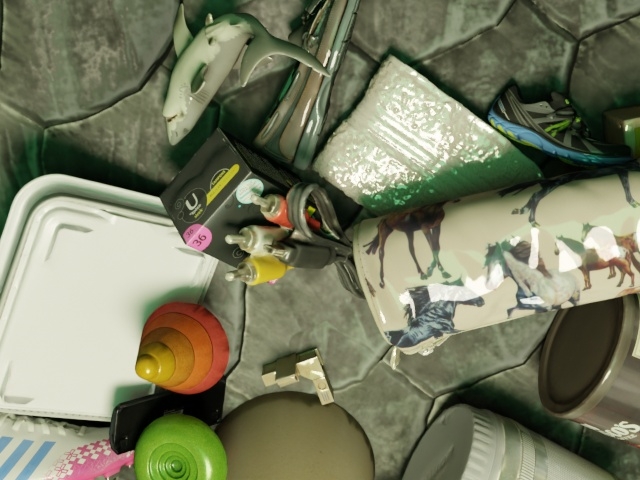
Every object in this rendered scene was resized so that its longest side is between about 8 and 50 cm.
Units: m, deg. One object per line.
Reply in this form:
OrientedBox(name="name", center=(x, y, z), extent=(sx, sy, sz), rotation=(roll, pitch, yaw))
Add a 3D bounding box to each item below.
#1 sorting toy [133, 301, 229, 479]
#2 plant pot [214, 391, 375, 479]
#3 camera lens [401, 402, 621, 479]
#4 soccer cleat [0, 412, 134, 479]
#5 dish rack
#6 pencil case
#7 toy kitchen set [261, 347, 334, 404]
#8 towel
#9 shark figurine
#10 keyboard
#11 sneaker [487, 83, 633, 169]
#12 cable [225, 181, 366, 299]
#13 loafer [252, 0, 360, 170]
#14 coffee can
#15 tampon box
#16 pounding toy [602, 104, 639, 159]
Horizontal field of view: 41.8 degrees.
OrientedBox(name="sorting toy", center=(-0.191, 0.264, 1.015), extent=(0.127, 0.126, 0.366), rotation=(4, 95, 14))
OrientedBox(name="plant pot", center=(-0.044, 0.381, 1.120), extent=(0.256, 0.274, 0.257), rotation=(0, 107, -1))
OrientedBox(name="camera lens", center=(0.270, 0.373, 1.147), extent=(0.274, 0.219, 0.219), rotation=(29, 104, -9))
OrientedBox(name="soccer cleat", center=(-0.390, 0.276, 1.113), extent=(0.331, 0.116, 0.143), rotation=(-10, 84, -39))
OrientedBox(name="dish rack", center=(-0.285, 0.098, 1.079), extent=(0.285, 0.072, 0.333), rotation=(14, 107, -33))
OrientedBox(name="pencil case", center=(0.253, 0.021, 1.006), extent=(0.410, 0.160, 0.184), rotation=(-13, 103, 12))
OrientedBox(name="toy kitchen set", center=(-0.032, 0.207, 1.175), extent=(0.083, 0.068, 0.075), rotation=(-19, 106, 5))
OrientedBox(name="towel", center=(0.148, -0.087, 1.101), extent=(0.282, 0.049, 0.187), rotation=(35, 103, -10))
OrientedBox(name="shark figurine", center=(-0.095, -0.223, 1.009), extent=(0.116, 0.278, 0.166), rotation=(7, 77, -35))
OrientedBox(name="keyboard", center=(-0.214, 0.244, 1.150), extent=(0.038, 0.192, 0.100), rotation=(20, 106, 40))
OrientedBox(name="sneaker", center=(0.302, -0.143, 1.047), extent=(0.188, 0.067, 0.078), rotation=(30, 98, 24))
OrientedBox(name="cable", center=(0.000, 0.000, 1.050), extent=(0.072, 0.287, 0.140), rotation=(25, 98, 34))
OrientedBox(name="loafer", center=(-0.015, -0.221, 1.039), extent=(0.084, 0.096, 0.268), rotation=(18, 108, 1))
OrientedBox(name="coffee can", center=(0.459, 0.183, 1.103), extent=(0.275, 0.201, 0.202), rotation=(22, 105, -7))
OrientedBox(name="tampon box", center=(-0.093, -0.040, 1.045), extent=(0.120, 0.101, 0.161), rotation=(-48, 139, 13))
OrientedBox(name="pounding toy", center=(0.463, -0.150, 1.060), extent=(0.181, 0.094, 0.206), rotation=(-10, 107, 3))
